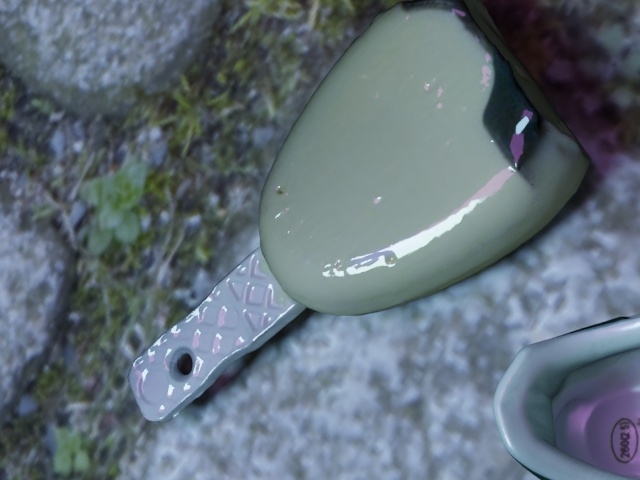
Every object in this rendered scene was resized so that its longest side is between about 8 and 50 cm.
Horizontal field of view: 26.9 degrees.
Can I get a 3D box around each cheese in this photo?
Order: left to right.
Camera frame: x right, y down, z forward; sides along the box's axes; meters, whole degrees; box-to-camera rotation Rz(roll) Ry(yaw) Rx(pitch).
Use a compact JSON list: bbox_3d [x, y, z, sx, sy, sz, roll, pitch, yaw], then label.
[{"bbox_3d":[0.000,0.000,0.618,0.251,0.054,0.127,-41,56,20],"label":"cheese"}]

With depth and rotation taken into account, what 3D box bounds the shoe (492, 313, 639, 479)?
[{"bbox_3d":[0.180,0.053,0.433,0.265,0.110,0.095,-16,65,35],"label":"shoe"}]
